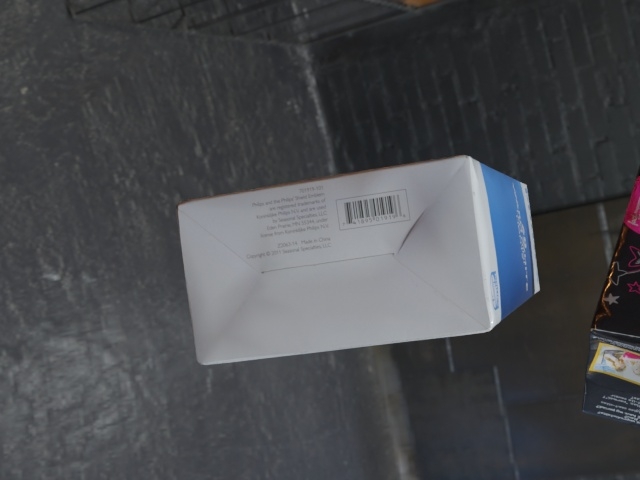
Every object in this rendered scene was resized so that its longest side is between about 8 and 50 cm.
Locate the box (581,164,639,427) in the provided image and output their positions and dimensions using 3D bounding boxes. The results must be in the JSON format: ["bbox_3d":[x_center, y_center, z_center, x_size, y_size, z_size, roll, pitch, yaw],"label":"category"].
[{"bbox_3d":[0.350,0.046,0.879,0.142,0.163,0.247,76,34,-49],"label":"box"}]

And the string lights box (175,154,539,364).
[{"bbox_3d":[0.040,0.007,0.525,0.260,0.133,0.076,-2,84,-72],"label":"string lights box"}]
